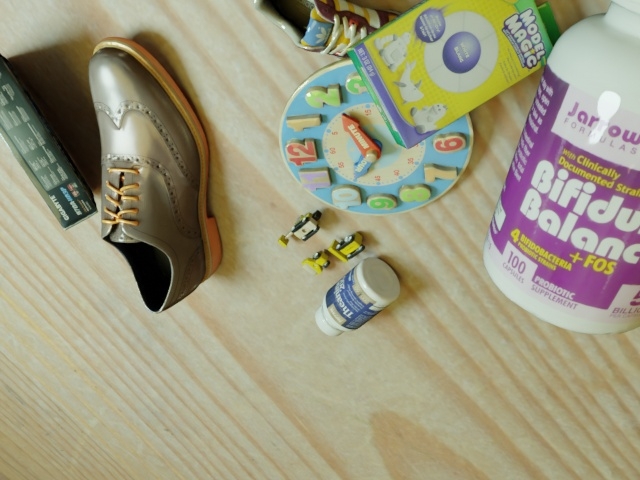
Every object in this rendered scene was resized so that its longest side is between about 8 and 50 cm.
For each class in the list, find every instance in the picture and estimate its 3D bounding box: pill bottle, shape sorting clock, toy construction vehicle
[{"bbox_3d":[0.256,-0.080,0.451,0.169,0.169,0.302,16,128,13],"label":"pill bottle"},{"bbox_3d":[0.045,0.080,0.725,0.067,0.067,0.120,40,129,-6],"label":"pill bottle"},{"bbox_3d":[0.057,-0.100,0.578,0.206,0.040,0.206,8,139,7],"label":"shape sorting clock"},{"bbox_3d":[0.000,0.000,0.716,0.086,0.035,0.098,36,133,-17],"label":"toy construction vehicle"}]

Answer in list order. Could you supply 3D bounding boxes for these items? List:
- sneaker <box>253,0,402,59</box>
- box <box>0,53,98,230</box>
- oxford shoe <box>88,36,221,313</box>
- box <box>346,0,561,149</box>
[{"bbox_3d":[0.023,-0.199,0.527,0.185,0.084,0.070,26,130,6],"label":"sneaker"},{"bbox_3d":[-0.377,-0.133,0.716,0.175,0.051,0.220,29,147,61],"label":"box"},{"bbox_3d":[-0.222,-0.067,0.700,0.129,0.133,0.364,3,124,23],"label":"oxford shoe"},{"bbox_3d":[0.126,-0.172,0.482,0.179,0.043,0.105,-33,109,2],"label":"box"}]
